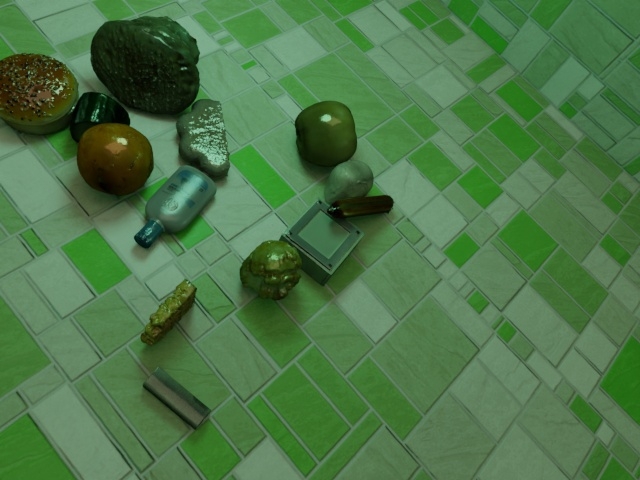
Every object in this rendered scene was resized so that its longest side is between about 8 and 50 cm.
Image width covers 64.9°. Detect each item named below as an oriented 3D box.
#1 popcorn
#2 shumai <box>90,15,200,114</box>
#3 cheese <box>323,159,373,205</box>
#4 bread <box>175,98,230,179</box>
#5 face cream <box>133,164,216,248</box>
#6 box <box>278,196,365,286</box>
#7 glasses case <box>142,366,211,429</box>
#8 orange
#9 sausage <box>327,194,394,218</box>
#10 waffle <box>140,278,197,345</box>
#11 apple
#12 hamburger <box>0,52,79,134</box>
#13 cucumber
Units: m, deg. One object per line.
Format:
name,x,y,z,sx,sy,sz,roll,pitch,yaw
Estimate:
popcorn,-0.162,0.092,1.666,0.204,0.221,0.184,-37,103,-30
shumai,-0.621,-0.694,1.902,0.397,0.324,0.323,21,45,-10
cheese,0.109,-0.219,1.930,0.189,0.198,0.154,-20,67,-34
bread,-0.444,-0.382,1.892,0.183,0.102,0.337,-6,68,-15
face cream,-0.513,-0.112,1.742,0.163,0.080,0.337,34,59,1
box,0.000,0.000,1.821,0.225,0.117,0.225,39,60,5
glasses case,-0.426,0.467,1.493,0.205,0.047,0.071,38,58,5
orange,-0.678,-0.268,1.676,0.246,0.246,0.246,7,62,-14
sausage,0.143,-0.122,1.867,0.371,0.082,0.082,-10,65,-49
waffle,-0.466,0.229,1.536,0.055,0.160,0.211,37,59,3
apple,0.023,-0.418,1.969,0.262,0.262,0.262,7,62,-14
hamburger,-0.994,-0.516,1.745,0.300,0.176,0.300,7,63,-15
cucumber,-0.771,-0.418,1.766,0.191,0.191,0.130,8,68,-13
